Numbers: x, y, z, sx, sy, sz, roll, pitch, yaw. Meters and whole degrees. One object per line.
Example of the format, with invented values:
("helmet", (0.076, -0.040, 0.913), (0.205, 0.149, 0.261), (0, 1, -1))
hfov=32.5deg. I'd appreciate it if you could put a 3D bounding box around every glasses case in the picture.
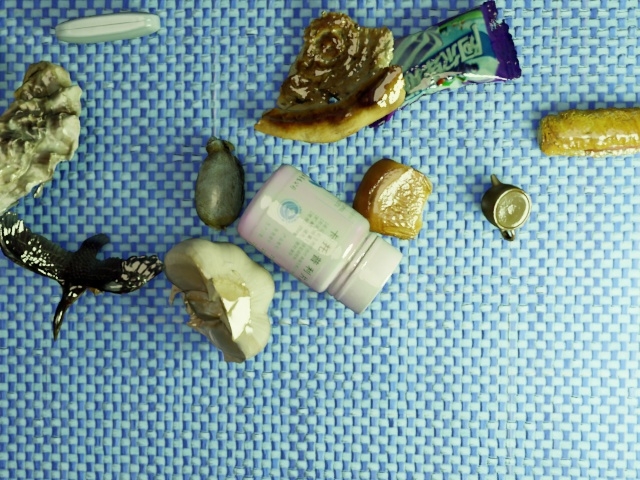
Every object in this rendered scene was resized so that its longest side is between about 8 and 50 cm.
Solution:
("glasses case", (-0.362, -0.362, 1.869), (0.179, 0.067, 0.045), (-6, 94, 4))

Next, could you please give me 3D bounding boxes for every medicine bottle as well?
("medicine bottle", (0.000, 0.000, 1.820), (0.255, 0.152, 0.152), (36, 94, 3))

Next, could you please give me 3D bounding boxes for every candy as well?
("candy", (0.188, -0.295, 1.837), (0.275, 0.070, 0.145), (-18, 84, 9))

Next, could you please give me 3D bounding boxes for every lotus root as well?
("lotus root", (-0.169, -0.096, 1.865), (0.088, 0.088, 0.165), (3, 83, 4))

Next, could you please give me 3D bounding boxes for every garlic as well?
("garlic", (-0.160, 0.083, 1.849), (0.143, 0.178, 0.229), (-43, 109, -25))

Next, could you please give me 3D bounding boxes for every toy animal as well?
("toy animal", (-0.399, 0.072, 1.845), (0.273, 0.160, 0.197), (13, 94, 3))

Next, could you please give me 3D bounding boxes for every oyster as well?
("oyster", (-0.539, -0.153, 1.811), (0.351, 0.238, 0.114), (-33, 131, -14))

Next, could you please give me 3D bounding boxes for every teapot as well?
("teapot", (0.306, -0.053, 1.842), (0.076, 0.068, 0.121), (-22, 114, -16))

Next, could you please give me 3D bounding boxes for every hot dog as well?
("hot dog", (0.506, -0.183, 1.819), (0.289, 0.068, 0.083), (-3, 85, 5))

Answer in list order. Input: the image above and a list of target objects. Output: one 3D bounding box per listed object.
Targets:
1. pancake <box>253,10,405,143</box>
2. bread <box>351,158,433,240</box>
("pancake", (0.030, -0.250, 1.828), (0.212, 0.056, 0.257), (32, 102, 17))
("bread", (0.123, -0.070, 1.863), (0.126, 0.044, 0.129), (19, 91, 1))
